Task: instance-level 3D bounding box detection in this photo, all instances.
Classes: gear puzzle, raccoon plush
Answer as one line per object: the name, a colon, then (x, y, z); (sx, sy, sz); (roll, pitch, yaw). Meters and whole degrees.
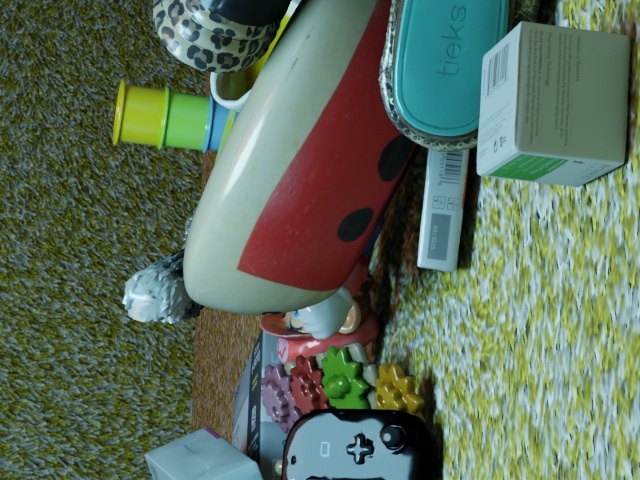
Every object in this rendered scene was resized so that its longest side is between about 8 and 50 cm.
gear puzzle: (0.022, 0.203, 1.778); (0.339, 0.044, 0.175); (-23, 85, 61)
raccoon plush: (-0.063, -0.071, 2.006); (0.446, 0.216, 0.299); (-33, -48, -73)

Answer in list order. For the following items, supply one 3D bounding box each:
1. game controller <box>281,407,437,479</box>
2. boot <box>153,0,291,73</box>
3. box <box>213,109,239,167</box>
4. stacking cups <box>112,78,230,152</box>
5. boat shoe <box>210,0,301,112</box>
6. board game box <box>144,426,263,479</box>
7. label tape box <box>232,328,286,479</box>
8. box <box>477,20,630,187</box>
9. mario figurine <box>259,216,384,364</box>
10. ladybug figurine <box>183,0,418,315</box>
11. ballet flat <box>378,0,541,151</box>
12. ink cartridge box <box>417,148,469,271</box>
game controller: (0.031, 0.326, 1.615); (0.067, 0.167, 0.319); (31, -119, -66)
boot: (-0.028, -0.333, 1.558); (0.284, 0.138, 0.377); (-56, 9, 27)
box: (-0.059, -0.108, 1.879); (0.042, 0.109, 0.178); (-50, 22, 50)
stacking cups: (-0.131, -0.156, 2.307); (0.096, 0.316, 0.096); (-172, 90, -78)
boat shoe: (-0.019, -0.292, 1.748); (0.136, 0.156, 0.367); (46, 116, 26)
board game box: (-0.101, 0.402, 2.019); (0.224, 0.098, 0.303); (16, 126, 71)
label tape box: (-0.052, 0.220, 2.227); (0.249, 0.115, 0.347); (114, 158, -60)
box: (0.174, -0.100, 1.231); (0.101, 0.087, 0.102); (141, 133, -76)
mario figurine: (0.000, 0.000, 1.880); (0.198, 0.170, 0.320); (-14, -58, -64)
ladybug figurine: (0.013, -0.104, 1.644); (0.449, 0.162, 0.305); (-63, -5, 26)
ballet flat: (0.142, -0.320, 1.414); (0.182, 0.164, 0.482); (-53, -27, -69)
ink cartridge box: (0.127, -0.044, 1.647); (0.179, 0.045, 0.145); (-12, -72, -82)
